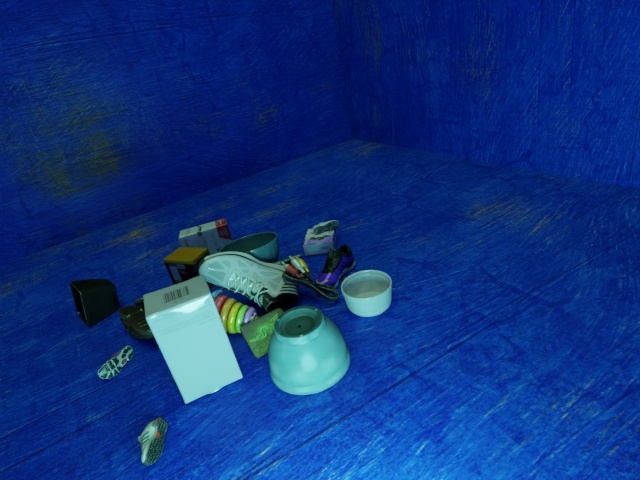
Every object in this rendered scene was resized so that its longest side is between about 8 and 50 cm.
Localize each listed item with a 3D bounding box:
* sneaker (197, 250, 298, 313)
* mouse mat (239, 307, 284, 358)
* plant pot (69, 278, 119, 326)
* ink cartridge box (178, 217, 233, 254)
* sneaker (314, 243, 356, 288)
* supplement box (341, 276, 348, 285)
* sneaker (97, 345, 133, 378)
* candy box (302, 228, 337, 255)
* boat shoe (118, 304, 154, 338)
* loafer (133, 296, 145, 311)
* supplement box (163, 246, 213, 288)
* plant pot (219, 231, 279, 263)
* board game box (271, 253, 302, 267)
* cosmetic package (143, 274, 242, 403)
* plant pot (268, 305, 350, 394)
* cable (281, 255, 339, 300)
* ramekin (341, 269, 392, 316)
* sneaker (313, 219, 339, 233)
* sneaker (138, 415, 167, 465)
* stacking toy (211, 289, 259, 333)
[{"bbox_3d":[-0.292,0.181,1.731,0.448,0.169,0.257,12,20,-20],"label":"sneaker"},{"bbox_3d":[-0.203,0.360,1.600,0.190,0.007,0.152,-24,58,-24],"label":"mouse mat"},{"bbox_3d":[-1.121,0.289,2.039,0.167,0.187,0.188,-19,24,-41],"label":"plant pot"},{"bbox_3d":[-0.646,0.012,2.333,0.273,0.196,0.114,-17,26,-9],"label":"ink cartridge box"},{"bbox_3d":[0.055,0.113,1.892,0.102,0.146,0.293,7,33,34],"label":"sneaker"},{"bbox_3d":[0.139,0.194,1.811,0.083,0.043,0.055,-2,29,18],"label":"supplement box"},{"bbox_3d":[-0.832,0.497,1.645,0.071,0.068,0.170,-18,14,24],"label":"sneaker"},{"bbox_3d":[0.000,0.000,2.217,0.165,0.070,0.196,-8,27,10],"label":"candy box"},{"bbox_3d":[-0.785,0.376,1.799,0.111,0.104,0.307,-23,26,-38],"label":"boat shoe"},{"bbox_3d":[-0.737,0.298,1.967,0.303,0.095,0.109,-11,-4,-6],"label":"loafer"},{"bbox_3d":[-0.655,0.150,2.072,0.192,0.194,0.129,1,30,25],"label":"supplement box"},{"bbox_3d":[-0.326,0.100,2.006,0.291,0.195,0.290,-14,17,4],"label":"plant pot"},{"bbox_3d":[-0.199,0.164,1.914,0.260,0.136,0.030,-17,29,-10],"label":"board game box"},{"bbox_3d":[-0.432,0.340,1.402,0.217,0.384,0.156,-19,29,-18],"label":"cosmetic package"},{"bbox_3d":[-0.056,0.354,1.419,0.293,0.196,0.293,-10,28,5],"label":"plant pot"},{"bbox_3d":[-0.052,0.168,1.757,0.287,0.072,0.139,33,35,25],"label":"cable"},{"bbox_3d":[0.193,0.220,1.667,0.207,0.108,0.207,-9,27,5],"label":"ramekin"},{"bbox_3d":[0.029,-0.084,2.230,0.152,0.053,0.061,-14,24,-6],"label":"sneaker"},{"bbox_3d":[-0.531,0.629,1.262,0.075,0.057,0.161,-27,27,8],"label":"sneaker"},{"bbox_3d":[-0.324,0.324,1.681,0.302,0.165,0.175,10,31,11],"label":"stacking toy"}]
